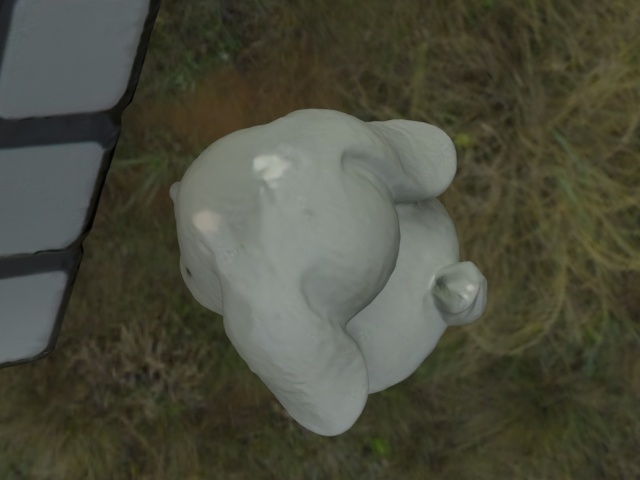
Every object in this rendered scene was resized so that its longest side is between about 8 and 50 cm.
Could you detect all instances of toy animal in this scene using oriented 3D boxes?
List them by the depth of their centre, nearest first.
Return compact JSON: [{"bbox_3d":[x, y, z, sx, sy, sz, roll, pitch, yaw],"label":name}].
[{"bbox_3d":[0.000,0.000,0.924,0.265,0.206,0.271,39,71,-55],"label":"toy animal"}]

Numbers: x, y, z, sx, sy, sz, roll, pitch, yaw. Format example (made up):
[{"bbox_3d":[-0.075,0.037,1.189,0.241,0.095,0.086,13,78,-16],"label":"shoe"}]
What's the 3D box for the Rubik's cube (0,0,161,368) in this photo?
[{"bbox_3d":[-0.307,-0.139,0.550,0.344,0.344,0.337,-12,137,-40],"label":"Rubik's cube"}]
